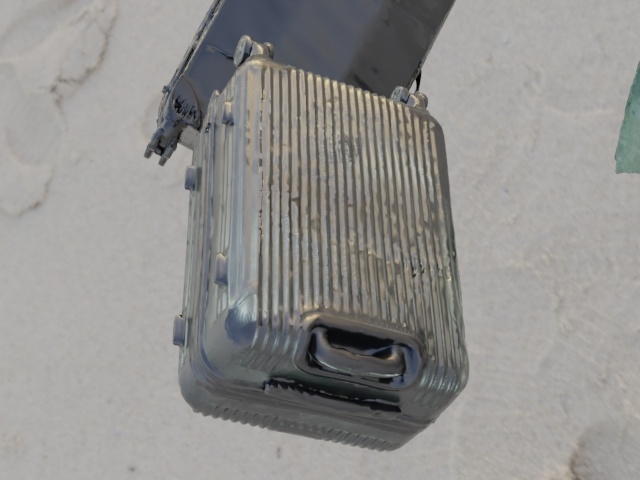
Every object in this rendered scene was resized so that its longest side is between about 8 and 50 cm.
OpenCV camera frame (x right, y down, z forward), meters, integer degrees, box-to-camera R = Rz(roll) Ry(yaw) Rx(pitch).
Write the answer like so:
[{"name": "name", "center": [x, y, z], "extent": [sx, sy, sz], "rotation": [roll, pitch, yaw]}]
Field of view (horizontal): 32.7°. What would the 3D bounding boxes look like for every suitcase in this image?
[{"name": "suitcase", "center": [0.000, 0.000, 0.837], "extent": [0.128, 0.202, 0.312], "rotation": [127, 150, -45]}, {"name": "suitcase", "center": [-0.010, -0.233, 1.364], "extent": [0.434, 0.283, 0.194], "rotation": [-63, 10, -9]}]

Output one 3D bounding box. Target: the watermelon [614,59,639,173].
[{"name": "watermelon", "center": [0.392, -0.147, 0.839], "extent": [0.264, 0.151, 0.302], "rotation": [-24, 18, -21]}]
